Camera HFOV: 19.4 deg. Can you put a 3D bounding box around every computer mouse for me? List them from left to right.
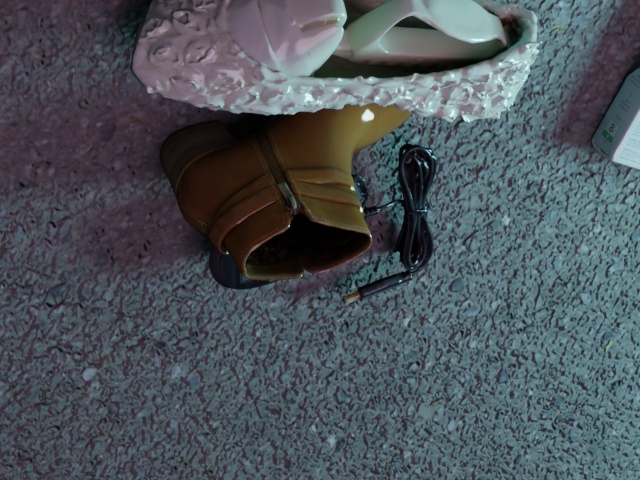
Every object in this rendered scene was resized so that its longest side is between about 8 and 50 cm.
[{"bbox_3d":[0.000,0.000,1.934,0.262,0.060,0.184,-23,135,-17],"label":"computer mouse"}]

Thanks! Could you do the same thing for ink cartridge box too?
[{"bbox_3d":[0.423,-0.170,2.039,0.181,0.056,0.225,14,112,-33],"label":"ink cartridge box"}]

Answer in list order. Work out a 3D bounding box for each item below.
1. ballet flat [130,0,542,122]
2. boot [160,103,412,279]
[{"bbox_3d":[0.027,-0.196,1.739,0.408,0.147,0.147,0,119,-27],"label":"ballet flat"},{"bbox_3d":[0.003,-0.069,1.779,0.283,0.220,0.109,-16,125,-18],"label":"boot"}]
